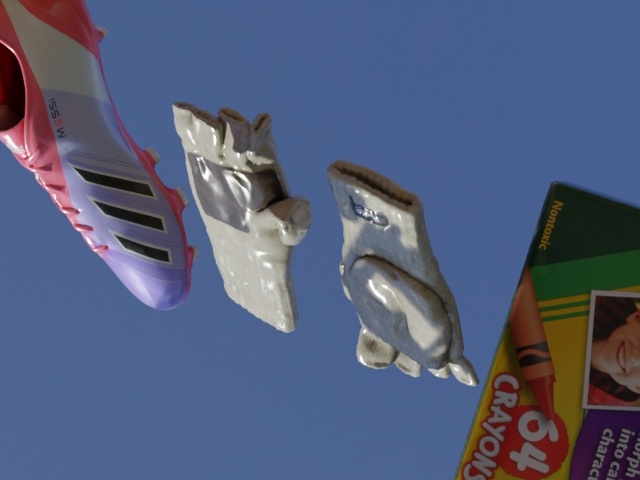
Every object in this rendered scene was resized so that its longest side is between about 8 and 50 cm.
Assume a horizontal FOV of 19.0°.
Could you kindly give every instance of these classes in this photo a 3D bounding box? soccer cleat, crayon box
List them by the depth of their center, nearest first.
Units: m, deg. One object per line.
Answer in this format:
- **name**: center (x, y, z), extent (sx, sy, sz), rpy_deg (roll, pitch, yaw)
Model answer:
- **soccer cleat**: center (-0.158, -0.055, 1.225), extent (0.095, 0.083, 0.248), rpy_deg (-33, -64, -30)
- **crayon box**: center (0.258, 0.176, 1.342), extent (0.313, 0.106, 0.363), rpy_deg (18, -85, 10)

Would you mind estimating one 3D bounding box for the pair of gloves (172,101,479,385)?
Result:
- **pair of gloves**: center (0.000, 0.000, 1.309), extent (0.042, 0.240, 0.204), rpy_deg (-43, -43, -27)
